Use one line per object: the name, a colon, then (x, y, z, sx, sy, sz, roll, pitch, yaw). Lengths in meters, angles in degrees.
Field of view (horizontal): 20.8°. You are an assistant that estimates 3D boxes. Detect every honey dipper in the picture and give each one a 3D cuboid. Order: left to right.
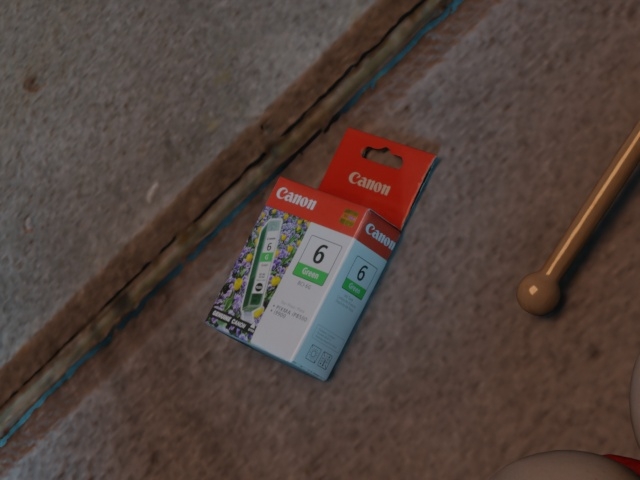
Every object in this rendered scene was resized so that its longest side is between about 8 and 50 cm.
honey dipper: (0.129, -0.037, 0.708, 0.030, 0.030, 0.160, 35, 95, 44)

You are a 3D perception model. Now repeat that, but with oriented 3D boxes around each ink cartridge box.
ink cartridge box: (0.000, 0.000, 0.790, 0.063, 0.029, 0.115, 21, 82, 44)

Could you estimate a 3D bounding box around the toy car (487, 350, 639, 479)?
toy car: (0.139, 0.097, 0.565, 0.182, 0.159, 0.136, -46, 8, 14)
